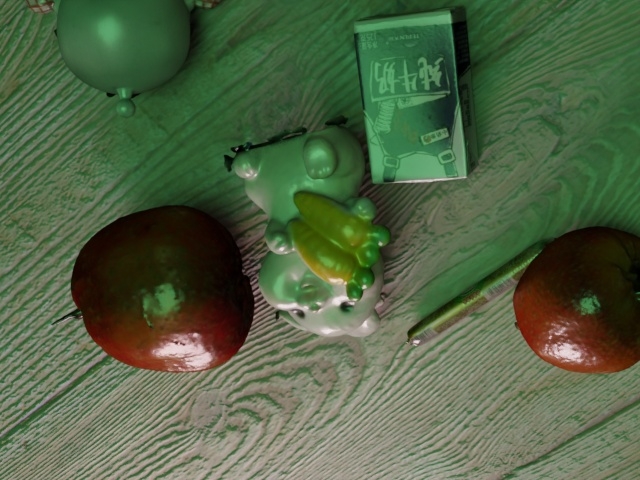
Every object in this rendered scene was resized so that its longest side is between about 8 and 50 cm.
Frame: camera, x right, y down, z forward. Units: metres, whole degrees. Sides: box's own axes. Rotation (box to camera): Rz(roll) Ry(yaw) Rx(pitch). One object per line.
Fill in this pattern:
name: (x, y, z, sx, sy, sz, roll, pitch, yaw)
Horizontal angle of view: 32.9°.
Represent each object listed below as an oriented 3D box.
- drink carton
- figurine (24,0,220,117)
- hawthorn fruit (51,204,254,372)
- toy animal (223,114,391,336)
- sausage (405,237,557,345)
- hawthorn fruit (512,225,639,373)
drink carton: (0.130, -0.191, 1.438, 0.134, 0.102, 0.222, -3, 104, 18)
figurine: (-0.276, -0.362, 1.490, 0.281, 0.167, 0.370, -1, 109, -1)
hawthorn fruit: (-0.250, 0.085, 1.550, 0.300, 0.254, 0.254, -21, 96, 8)
toy animal: (-0.003, 0.001, 1.457, 0.182, 0.247, 0.310, -16, 95, 1)
sausage: (0.222, 0.075, 1.506, 0.269, 0.033, 0.033, -37, 89, 23)
hawthorn fruit: (0.334, 0.084, 1.404, 0.225, 0.196, 0.196, -27, 94, 46)
